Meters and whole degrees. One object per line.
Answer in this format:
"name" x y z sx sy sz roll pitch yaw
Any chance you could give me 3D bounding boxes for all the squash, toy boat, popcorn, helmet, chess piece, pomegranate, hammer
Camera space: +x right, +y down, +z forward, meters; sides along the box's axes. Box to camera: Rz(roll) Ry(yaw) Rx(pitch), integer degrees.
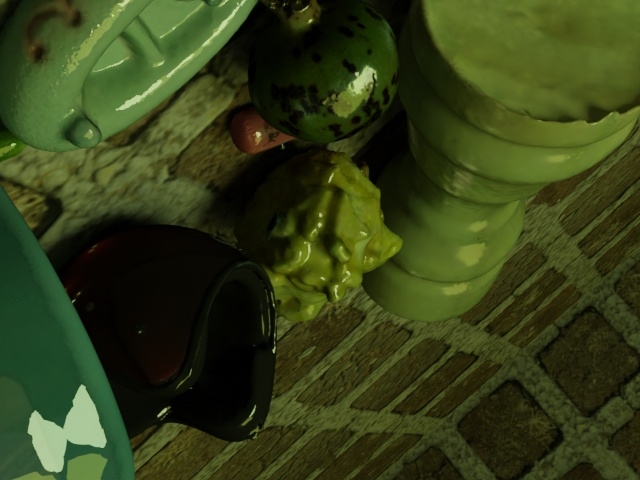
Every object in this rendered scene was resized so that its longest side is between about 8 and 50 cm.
"squash" -0.239 -0.052 0.690 0.089 0.027 0.027 -30 156 -14
"toy boat" -0.116 -0.132 0.667 0.208 0.079 0.134 -39 161 -5
"popcorn" -0.008 -0.006 0.965 0.173 0.173 0.142 -38 118 -5
"helmet" -0.139 0.084 0.880 0.216 0.193 0.189 -40 152 -1
"chess piece" 0.149 -0.084 1.011 0.234 0.234 0.442 -30 160 -24
"pomegranate" -0.005 -0.146 0.785 0.122 0.122 0.161 -37 128 -7
"hammer" -0.039 -0.100 0.893 0.083 0.043 0.043 -25 154 -34

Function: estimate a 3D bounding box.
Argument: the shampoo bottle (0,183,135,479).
"shampoo bottle" -0.310 0.122 0.510 0.343 0.331 0.331 -28 155 -31
